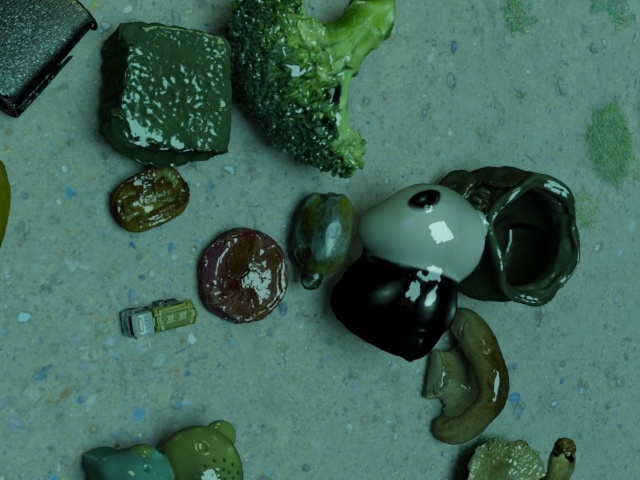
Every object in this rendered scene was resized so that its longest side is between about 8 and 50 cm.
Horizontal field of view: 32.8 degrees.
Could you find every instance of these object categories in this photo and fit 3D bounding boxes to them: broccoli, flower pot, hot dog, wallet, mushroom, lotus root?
[{"bbox_3d":[-0.015,-0.361,1.961,0.397,0.275,0.353,-63,152,-17],"label":"broccoli"},{"bbox_3d":[0.369,-0.013,2.228,0.301,0.213,0.302,-1,92,-35],"label":"flower pot"},{"bbox_3d":[-0.289,-0.073,1.868,0.147,0.065,0.099,-27,92,-29],"label":"hot dog"},{"bbox_3d":[-0.510,-0.356,1.712,0.262,0.071,0.221,43,69,-20],"label":"wallet"},{"bbox_3d":[0.401,0.519,2.233,0.208,0.302,0.233,-4,79,-2],"label":"mushroom"},{"bbox_3d":[0.319,0.285,2.238,0.156,0.151,0.286,11,85,-35],"label":"mushroom"},{"bbox_3d":[0.000,0.000,2.042,0.088,0.113,0.192,35,66,-68],"label":"lotus root"}]

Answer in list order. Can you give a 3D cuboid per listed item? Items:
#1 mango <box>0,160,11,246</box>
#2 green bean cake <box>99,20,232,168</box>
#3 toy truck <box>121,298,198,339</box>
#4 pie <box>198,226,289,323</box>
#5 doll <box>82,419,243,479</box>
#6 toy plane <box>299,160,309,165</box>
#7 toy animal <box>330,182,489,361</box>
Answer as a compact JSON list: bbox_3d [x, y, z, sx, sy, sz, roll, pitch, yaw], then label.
[{"bbox_3d":[-0.563,-0.031,1.646,0.167,0.130,0.262,2,95,-32],"label":"mango"},{"bbox_3d":[-0.262,-0.242,1.830,0.222,0.125,0.227,5,77,-32],"label":"green bean cake"},{"bbox_3d":[-0.278,0.134,1.880,0.123,0.063,0.052,-12,99,-34],"label":"toy truck"},{"bbox_3d":[-0.140,0.063,1.981,0.182,0.049,0.182,-4,98,-31],"label":"pie"},{"bbox_3d":[-0.254,0.412,1.846,0.260,0.161,0.177,-9,95,-31],"label":"doll"},{"bbox_3d":[-0.007,-0.179,2.072,0.111,0.040,0.102,30,64,-29],"label":"toy plane"},{"bbox_3d":[0.181,0.045,2.049,0.251,0.251,0.310,16,107,-34],"label":"toy animal"}]
